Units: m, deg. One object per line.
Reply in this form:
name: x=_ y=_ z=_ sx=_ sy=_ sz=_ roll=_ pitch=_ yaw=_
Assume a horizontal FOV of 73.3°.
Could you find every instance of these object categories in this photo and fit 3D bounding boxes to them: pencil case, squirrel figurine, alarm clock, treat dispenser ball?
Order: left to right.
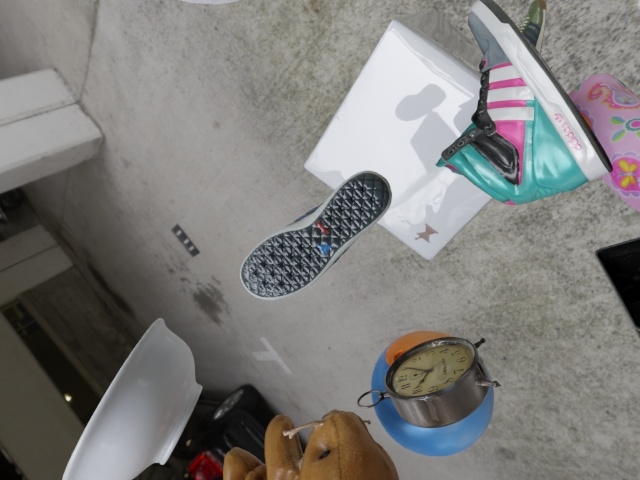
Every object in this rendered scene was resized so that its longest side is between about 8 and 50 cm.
squirrel figurine: x=0.011 y=0.475 z=0.696 sx=0.280 sy=0.397 sz=0.370 roll=14 pitch=141 yaw=-20
alarm clock: x=0.137 y=0.194 z=0.575 sx=0.191 sy=0.129 sz=0.064 roll=-21 pitch=101 yaw=18
treat dispenser ball: x=0.266 y=0.363 z=1.043 sx=0.288 sy=0.288 sz=0.288 roll=29 pitch=138 yaw=30
pencil case: x=0.457 y=-0.120 z=0.603 sx=0.284 sy=0.124 sz=0.124 roll=-107 pitch=17 yaw=-44

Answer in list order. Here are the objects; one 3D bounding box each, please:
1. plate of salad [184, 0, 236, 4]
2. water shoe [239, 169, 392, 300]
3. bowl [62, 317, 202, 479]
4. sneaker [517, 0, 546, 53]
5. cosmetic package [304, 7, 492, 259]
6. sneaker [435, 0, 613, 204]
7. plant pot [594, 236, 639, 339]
plate of salad: x=-0.108 y=-0.308 z=0.361 sx=0.200 sy=0.199 sz=0.048 roll=63 pitch=165 yaw=-13
water shoe: x=0.000 y=0.000 z=0.498 sx=0.203 sy=0.080 sz=0.073 roll=-35 pitch=87 yaw=12
bowl: x=-0.304 y=0.301 z=0.769 sx=0.134 sy=0.298 sz=0.298 roll=27 pitch=145 yaw=-9
sneaker: x=0.557 y=-0.561 z=1.179 sx=0.086 sy=0.064 sz=0.192 roll=3 pitch=99 yaw=1
cosmetic package: x=0.236 y=-0.242 z=0.921 sx=0.329 sy=0.394 sz=0.327 roll=37 pitch=127 yaw=0
sneaker: x=0.231 y=-0.170 z=0.591 sx=0.178 sy=0.123 sz=0.296 roll=-35 pitch=62 yaw=35
plant pot: x=0.648 y=0.106 z=0.782 sx=0.187 sy=0.188 sz=0.167 roll=-22 pitch=128 yaw=24
